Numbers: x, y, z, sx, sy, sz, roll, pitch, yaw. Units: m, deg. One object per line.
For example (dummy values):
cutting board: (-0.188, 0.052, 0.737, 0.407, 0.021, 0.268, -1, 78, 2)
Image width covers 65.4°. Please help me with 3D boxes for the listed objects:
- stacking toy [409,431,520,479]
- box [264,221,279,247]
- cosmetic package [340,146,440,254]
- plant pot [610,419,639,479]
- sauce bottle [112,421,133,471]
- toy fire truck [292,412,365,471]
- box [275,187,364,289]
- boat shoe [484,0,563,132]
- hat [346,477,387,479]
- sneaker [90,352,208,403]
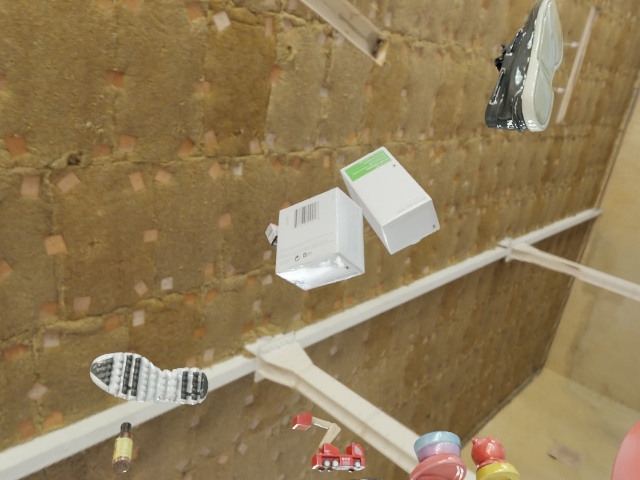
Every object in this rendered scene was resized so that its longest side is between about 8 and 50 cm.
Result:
stacking toy: (0.371, 0.656, 1.443, 0.308, 0.130, 0.280, 20, -55, -19)
box: (-0.067, 0.019, 1.531, 0.206, 0.114, 0.036, 26, -77, -24)
cosmetic package: (0.237, -0.148, 1.754, 0.196, 0.366, 0.155, -29, -47, -2)
plant pot: (0.475, 0.312, 0.481, 0.274, 0.243, 0.275, 8, -108, -28)
sauce bottle: (-0.462, 0.481, 1.171, 0.042, 0.128, 0.042, -6, -68, -14)
toy fire truck: (0.023, 0.535, 1.323, 0.191, 0.135, 0.047, 10, -38, -18)
box: (0.000, 0.000, 1.193, 0.119, 0.180, 0.182, 35, -135, -44)
boat shoe: (0.388, -0.337, 0.958, 0.127, 0.113, 0.340, 39, -121, -40)
hat: (0.072, 0.489, 0.670, 0.331, 0.331, 0.134, -56, -12, -11)
sneaker: (-0.433, 0.359, 1.247, 0.292, 0.118, 0.110, 25, -127, -31)
